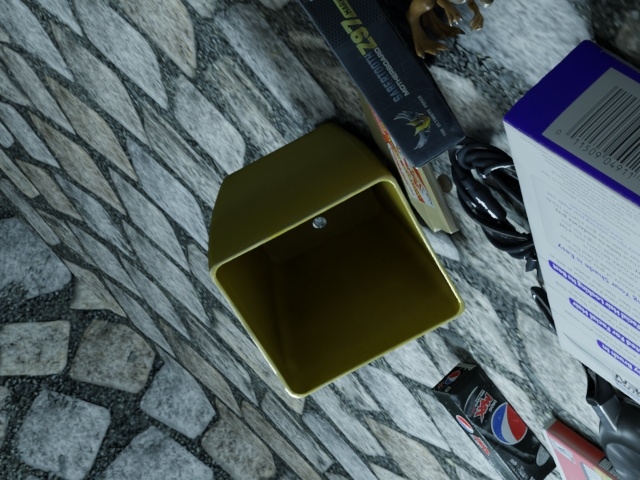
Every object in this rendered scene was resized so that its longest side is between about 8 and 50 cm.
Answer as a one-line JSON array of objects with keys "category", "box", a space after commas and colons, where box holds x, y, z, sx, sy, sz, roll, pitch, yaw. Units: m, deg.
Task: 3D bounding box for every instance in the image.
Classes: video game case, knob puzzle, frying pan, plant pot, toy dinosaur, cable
[{"category": "video game case", "box": [0.380, 0.333, 2.264, 0.285, 0.025, 0.204, 35, 161, 40]}, {"category": "knob puzzle", "box": [0.084, -0.099, 1.948, 0.213, 0.030, 0.213, 62, 174, 11]}, {"category": "frying pan", "box": [0.329, 0.194, 2.016, 0.197, 0.053, 0.326, 26, 157, 53]}, {"category": "plant pot", "box": [0.000, 0.000, 2.124, 0.212, 0.212, 0.187, 59, -174, -38]}, {"category": "toy dinosaur", "box": [0.087, -0.218, 1.636, 0.211, 0.064, 0.112, 27, 129, 45]}, {"category": "cable", "box": [0.178, -0.041, 1.849, 0.150, 0.047, 0.184, 47, 169, 23]}]

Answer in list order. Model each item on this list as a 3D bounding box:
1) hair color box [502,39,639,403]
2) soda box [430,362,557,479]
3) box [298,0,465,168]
[{"category": "hair color box", "box": [0.269, 0.014, 1.586, 0.185, 0.110, 0.339, 37, 160, 33]}, {"category": "soda box", "box": [0.212, 0.229, 2.415, 0.169, 0.053, 0.060, 51, 165, -14]}, {"category": "box", "box": [0.029, -0.192, 1.710, 0.232, 0.059, 0.183, 55, -172, -24]}]
